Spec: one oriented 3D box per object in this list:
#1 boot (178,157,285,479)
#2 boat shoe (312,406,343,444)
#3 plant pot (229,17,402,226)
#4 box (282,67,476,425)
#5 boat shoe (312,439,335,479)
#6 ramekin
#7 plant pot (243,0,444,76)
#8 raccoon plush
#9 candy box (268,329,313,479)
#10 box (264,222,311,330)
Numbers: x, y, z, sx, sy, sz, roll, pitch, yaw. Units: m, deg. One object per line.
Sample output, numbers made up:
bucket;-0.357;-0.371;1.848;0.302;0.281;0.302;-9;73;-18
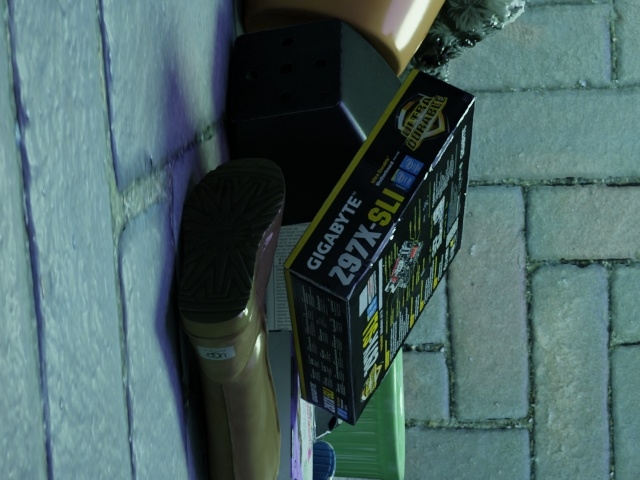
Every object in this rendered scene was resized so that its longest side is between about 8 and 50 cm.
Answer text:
boot;-0.078;0.091;1.407;0.270;0.089;0.236;84;16;-44
boat shoe;0.002;0.220;2.086;0.301;0.102;0.108;-70;158;-76
plant pot;-0.014;-0.143;1.680;0.167;0.188;0.187;64;23;-54
box;0.064;0.015;1.525;0.257;0.079;0.322;-56;163;-22
boat shoe;-0.021;0.362;2.063;0.066;0.066;0.183;90;13;-46
ramekin;0.058;0.249;2.440;0.303;0.148;0.304;-2;90;-85
plant pot;0.031;-0.320;1.786;0.291;0.290;0.204;74;32;-70
raccoon plush;0.177;-0.250;2.559;0.299;0.446;0.216;28;46;-69
candy box;-0.052;0.199;1.675;0.196;0.070;0.165;67;22;-75
box;0.000;0.000;1.921;0.121;0.148;0.311;53;37;-83
